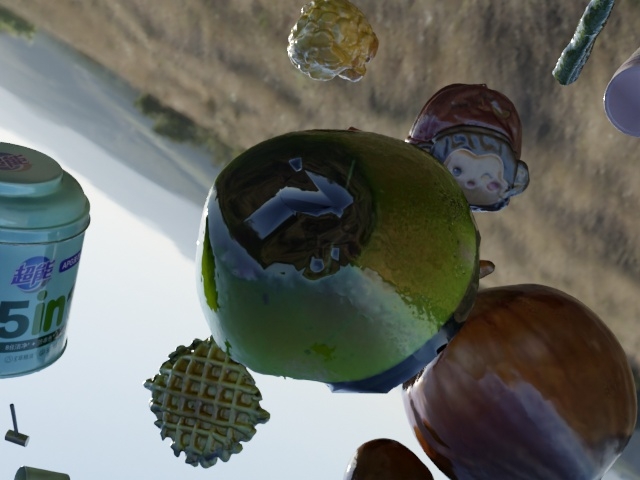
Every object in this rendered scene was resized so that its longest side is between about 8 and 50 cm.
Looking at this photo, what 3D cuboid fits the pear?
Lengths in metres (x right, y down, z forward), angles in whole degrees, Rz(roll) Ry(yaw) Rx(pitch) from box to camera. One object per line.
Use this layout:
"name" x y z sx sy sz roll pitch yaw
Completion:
"pear" -0.001 -0.005 1.411 0.398 0.399 0.165 29 167 28

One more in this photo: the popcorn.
"popcorn" 0.021 -0.370 2.029 0.180 0.180 0.170 28 -146 32

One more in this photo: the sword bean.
"sword bean" 0.343 -0.278 1.366 0.038 0.043 0.269 18 159 4

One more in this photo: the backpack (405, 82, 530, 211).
"backpack" 0.247 -0.160 1.841 0.229 0.229 0.139 32 -176 -19

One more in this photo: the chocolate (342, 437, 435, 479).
"chocolate" 0.113 0.400 1.755 0.176 0.177 0.177 30 177 2

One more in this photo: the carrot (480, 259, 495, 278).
"carrot" 0.130 0.064 1.533 0.247 0.043 0.043 -17 150 27

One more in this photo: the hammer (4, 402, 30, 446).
"hammer" -0.473 0.283 1.682 0.035 0.019 0.110 17 141 6

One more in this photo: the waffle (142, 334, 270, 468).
"waffle" -0.192 0.266 1.810 0.214 0.207 0.054 60 -163 21

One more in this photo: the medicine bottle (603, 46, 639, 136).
"medicine bottle" 0.584 -0.271 1.907 0.133 0.133 0.249 30 -151 12

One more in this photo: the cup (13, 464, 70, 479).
"cup" -0.472 0.422 1.836 0.083 0.075 0.054 18 173 -35

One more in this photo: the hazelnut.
"hazelnut" 0.302 0.239 1.694 0.372 0.372 0.315 29 -171 29

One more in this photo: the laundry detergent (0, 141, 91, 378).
"laundry detergent" -0.518 0.016 1.711 0.287 0.305 0.287 13 -158 -5

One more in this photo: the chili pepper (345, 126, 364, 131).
"chili pepper" 0.106 -0.098 1.657 0.192 0.084 0.086 25 145 -2
